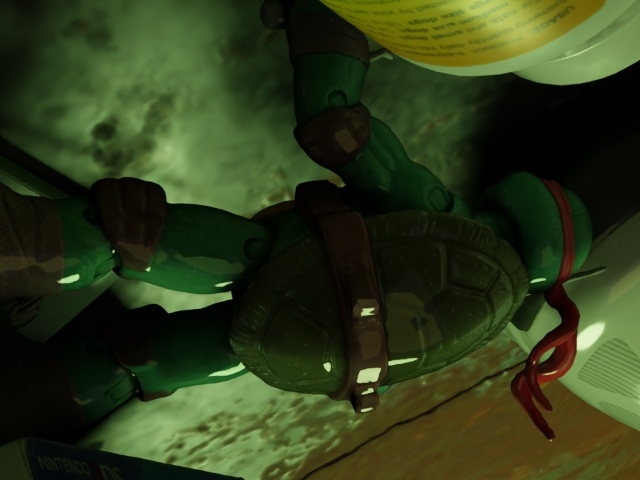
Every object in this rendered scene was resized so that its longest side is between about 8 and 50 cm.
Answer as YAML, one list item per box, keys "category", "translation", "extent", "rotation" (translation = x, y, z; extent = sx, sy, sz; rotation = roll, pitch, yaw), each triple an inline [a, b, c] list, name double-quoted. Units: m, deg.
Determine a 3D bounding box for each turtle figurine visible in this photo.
- category: "turtle figurine"
  translation: [0.000, 0.000, 0.533]
  extent: [0.234, 0.118, 0.175]
  rotation: [-11, 120, -12]

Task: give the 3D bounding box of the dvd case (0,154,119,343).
- category: "dvd case"
  translation: [-0.130, 0.024, 0.569]
  extent: [0.119, 0.013, 0.087]
  rotation: [-39, 144, 12]

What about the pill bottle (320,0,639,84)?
- category: "pill bottle"
  translation: [0.023, -0.117, 0.417]
  extent: [0.117, 0.117, 0.215]
  rotation: [-42, 143, 16]

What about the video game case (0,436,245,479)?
- category: "video game case"
  translation: [-0.155, 0.150, 0.566]
  extent: [0.244, 0.061, 0.269]
  rotation: [-26, 165, 5]

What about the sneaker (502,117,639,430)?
- category: "sneaker"
  translation: [0.272, 0.096, 0.733]
  extent: [0.447, 0.257, 0.169]
  rotation: [19, 122, -46]
